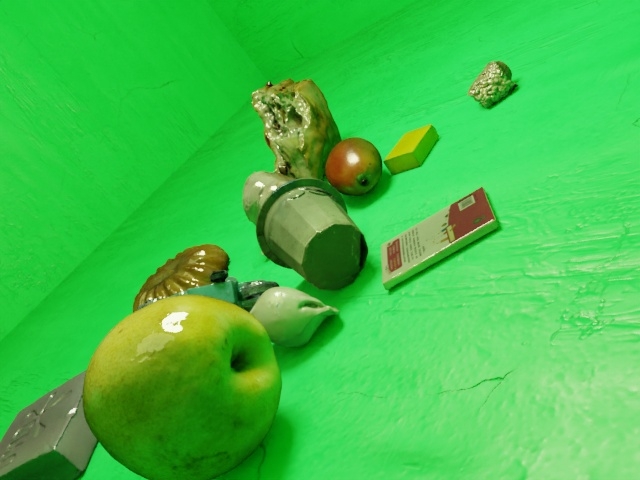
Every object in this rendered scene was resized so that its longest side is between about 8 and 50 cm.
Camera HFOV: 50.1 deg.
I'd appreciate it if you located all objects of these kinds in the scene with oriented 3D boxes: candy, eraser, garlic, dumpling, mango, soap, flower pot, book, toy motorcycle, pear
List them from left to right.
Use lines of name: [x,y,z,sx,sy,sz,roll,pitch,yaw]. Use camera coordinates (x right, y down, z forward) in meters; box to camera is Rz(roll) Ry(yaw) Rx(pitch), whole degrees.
soap: [-0.629,0.464,1.588,0.285,0.107,0.296,-31,23,14]
pear: [-0.219,0.237,1.095,0.314,0.314,0.314,-33,21,15]
toy motorcycle: [-0.227,0.142,1.458,0.296,0.109,0.198,-11,-16,0]
garlic: [-0.118,-0.065,1.770,0.218,0.218,0.212,-143,69,-69]
dumpling: [-0.055,0.145,1.305,0.155,0.181,0.111,10,-85,-79]
flower pot: [0.000,0.000,1.405,0.212,0.212,0.202,-41,34,-5]
mango: [0.079,-0.186,1.726,0.289,0.129,0.146,-129,60,-81]
eraser: [0.223,-0.222,1.671,0.097,0.045,0.122,-15,30,48]
book: [0.213,-0.007,1.268,0.232,0.022,0.162,-32,19,18]
candy: [0.408,-0.371,1.633,0.110,0.085,0.095,-43,9,21]

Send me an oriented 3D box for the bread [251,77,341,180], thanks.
bread: [-0.062,-0.321,2.010,0.191,0.314,0.370,-23,20,16]

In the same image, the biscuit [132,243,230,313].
biscuit: [-0.403,0.122,1.934,0.325,0.107,0.326,-30,24,15]
